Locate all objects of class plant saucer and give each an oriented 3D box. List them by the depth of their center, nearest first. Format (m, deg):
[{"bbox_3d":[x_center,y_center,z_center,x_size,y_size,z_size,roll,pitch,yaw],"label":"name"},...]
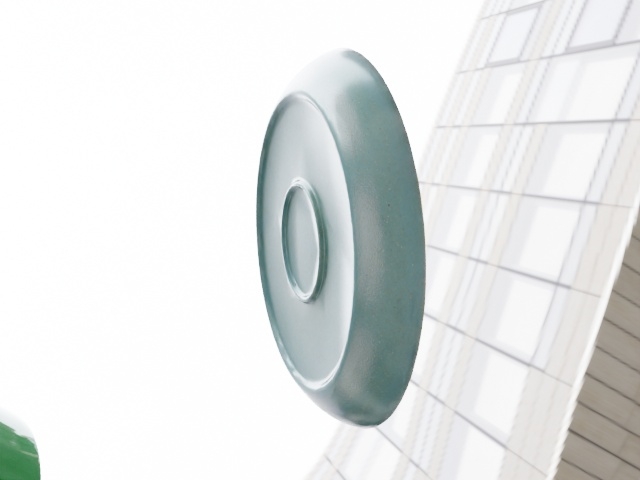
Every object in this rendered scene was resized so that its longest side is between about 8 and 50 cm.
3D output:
[{"bbox_3d":[0.000,0.000,0.805,0.043,0.317,0.318,-3,-83,-19],"label":"plant saucer"}]

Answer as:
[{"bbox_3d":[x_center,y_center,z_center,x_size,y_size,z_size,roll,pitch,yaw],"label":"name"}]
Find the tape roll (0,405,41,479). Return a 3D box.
[{"bbox_3d":[-0.391,0.289,0.879,0.077,0.321,0.321,38,-95,-37],"label":"tape roll"}]
